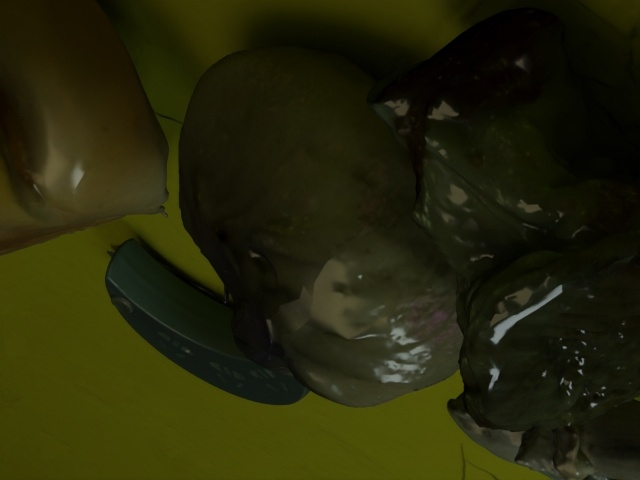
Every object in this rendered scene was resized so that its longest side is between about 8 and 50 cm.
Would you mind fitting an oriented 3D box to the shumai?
[{"bbox_3d":[0.151,-0.016,1.036,0.204,0.222,0.272,64,-179,30],"label":"shumai"}]

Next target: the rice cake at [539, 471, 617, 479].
[{"bbox_3d":[0.256,0.217,1.454,0.180,0.030,0.042,26,160,17],"label":"rice cake"}]

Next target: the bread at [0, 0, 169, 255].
[{"bbox_3d":[-0.303,-0.072,1.361,0.329,0.245,0.424,44,150,-22],"label":"bread"}]

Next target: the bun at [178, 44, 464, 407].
[{"bbox_3d":[0.001,-0.002,1.167,0.273,0.168,0.273,44,153,29],"label":"bun"}]

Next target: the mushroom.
[{"bbox_3d":[0.216,0.138,1.293,0.278,0.096,0.099,9,-170,41],"label":"mushroom"}]

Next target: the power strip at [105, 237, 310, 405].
[{"bbox_3d":[-0.104,0.084,1.621,0.253,0.054,0.168,19,150,24],"label":"power strip"}]

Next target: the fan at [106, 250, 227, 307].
[{"bbox_3d":[-0.112,0.081,1.693,0.240,0.009,0.131,42,155,-16],"label":"fan"}]
